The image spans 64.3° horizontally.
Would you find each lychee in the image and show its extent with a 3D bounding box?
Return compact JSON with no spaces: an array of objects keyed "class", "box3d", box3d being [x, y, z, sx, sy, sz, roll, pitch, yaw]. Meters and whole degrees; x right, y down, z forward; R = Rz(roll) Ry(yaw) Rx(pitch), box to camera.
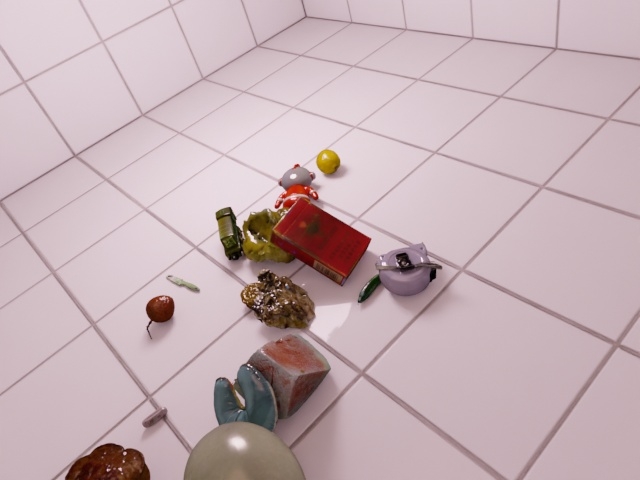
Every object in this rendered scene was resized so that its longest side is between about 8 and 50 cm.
[{"class":"lychee","box3d":[-0.599,0.262,1.874,0.140,0.101,0.114,-33,38,-9]}]

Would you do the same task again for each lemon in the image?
[{"class":"lemon","box3d":[0.035,-0.354,2.296,0.109,0.109,0.133,-31,51,-13]}]

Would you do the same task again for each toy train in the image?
[{"class":"toy train","box3d":[-0.366,-0.023,2.068,0.090,0.137,0.226,-21,40,-1]}]

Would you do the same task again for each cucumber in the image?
[{"class":"cucumber","box3d":[0.166,0.162,1.739,0.037,0.037,0.155,22,55,37]}]

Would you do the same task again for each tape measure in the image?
[{"class":"tape measure","box3d":[0.290,0.095,1.703,0.196,0.105,0.178,-16,44,-9]}]

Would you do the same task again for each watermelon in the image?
[{"class":"watermelon","box3d":[-0.111,0.368,1.499,0.212,0.201,0.261,30,56,31]}]

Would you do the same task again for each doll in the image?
[{"class":"doll","box3d":[-0.104,-0.218,2.216,0.199,0.105,0.337,-13,49,11]}]

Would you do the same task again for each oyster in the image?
[{"class":"oyster","box3d":[-0.125,0.205,1.752,0.222,0.083,0.214,5,52,0]}]

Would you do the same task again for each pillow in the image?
[{"class":"pillow","box3d":[-0.215,0.465,1.439,0.233,0.086,0.214,-38,70,35]}]

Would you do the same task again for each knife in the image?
[{"class":"knife","box3d":[-0.548,0.170,2.023,0.207,0.014,0.030,17,52,36]}]

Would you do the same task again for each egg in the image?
[{"class":"egg","box3d":[-0.169,0.605,1.203,0.278,0.278,0.336,-33,38,-16]}]

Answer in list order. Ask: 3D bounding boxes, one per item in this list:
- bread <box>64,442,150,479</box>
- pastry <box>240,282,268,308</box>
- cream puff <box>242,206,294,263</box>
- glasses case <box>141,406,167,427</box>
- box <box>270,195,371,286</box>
[{"class":"bread","box3d":[-0.593,0.686,1.385,0.246,0.135,0.232,-4,44,17]},{"class":"pastry","box3d":[-0.234,0.201,1.838,0.109,0.057,0.097,-5,48,19]},{"class":"cream puff","box3d":[-0.190,-0.032,1.976,0.281,0.185,0.282,-9,42,8]},{"class":"glasses case","box3d":[-0.515,0.549,1.582,0.083,0.032,0.021,-34,41,-17]},{"class":"box","box3d":[0.001,0.000,1.842,0.313,0.089,0.197,32,58,8]}]
